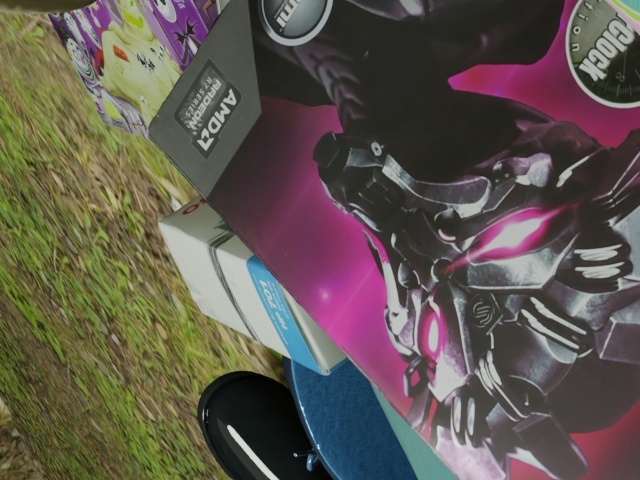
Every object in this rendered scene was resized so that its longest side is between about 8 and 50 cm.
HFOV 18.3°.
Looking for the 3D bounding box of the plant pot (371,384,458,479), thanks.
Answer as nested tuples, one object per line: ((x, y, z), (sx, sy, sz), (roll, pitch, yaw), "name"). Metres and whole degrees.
((0.100, 0.017, 1.038), (0.234, 0.166, 0.165), (60, 163, 16), "plant pot")

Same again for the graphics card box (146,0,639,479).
((0.110, -0.018, 0.848), (0.371, 0.094, 0.233), (48, 116, 28), "graphics card box")

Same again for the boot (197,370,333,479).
((0.010, 0.220, 1.692), (0.246, 0.094, 0.207), (54, 167, -13), "boot")

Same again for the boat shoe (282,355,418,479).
((0.043, 0.176, 1.524), (0.258, 0.109, 0.089), (61, 165, -8), "boat shoe")

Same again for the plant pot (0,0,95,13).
((-0.203, -0.315, 0.923), (0.334, 0.334, 0.305), (40, 112, 42), "plant pot")

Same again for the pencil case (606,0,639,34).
((0.152, -0.062, 0.532), (0.284, 0.124, 0.124), (44, 166, -17), "pencil case")

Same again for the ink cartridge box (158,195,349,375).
((0.000, 0.000, 1.277), (0.191, 0.140, 0.082), (22, 143, 60), "ink cartridge box")

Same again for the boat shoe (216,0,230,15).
((-0.013, -0.197, 1.009), (0.114, 0.091, 0.302), (-114, 15, -50), "boat shoe")

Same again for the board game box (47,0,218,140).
((-0.129, -0.161, 1.495), (0.347, 0.056, 0.208), (22, 137, 61), "board game box")
